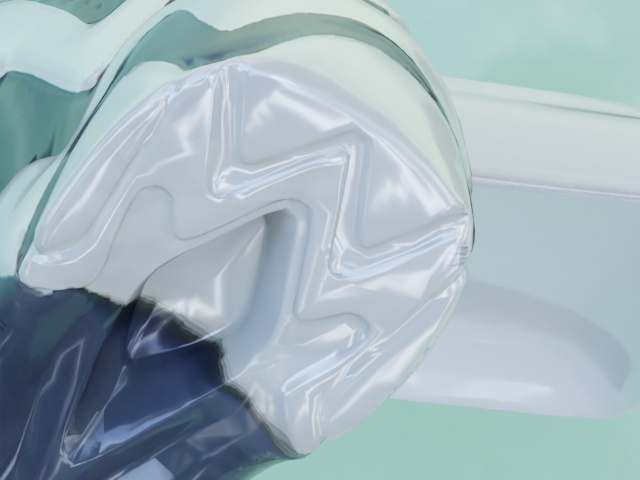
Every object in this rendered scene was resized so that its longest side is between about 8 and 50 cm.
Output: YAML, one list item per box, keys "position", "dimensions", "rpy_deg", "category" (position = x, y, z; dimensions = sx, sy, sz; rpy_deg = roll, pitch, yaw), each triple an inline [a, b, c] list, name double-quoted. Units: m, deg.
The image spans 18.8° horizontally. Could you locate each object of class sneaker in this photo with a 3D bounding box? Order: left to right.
- position: [-0.063, 0.021, 0.416]
  dimensions: [0.094, 0.153, 0.235]
  rpy_deg: [35, 113, -13]
  category: "sneaker"

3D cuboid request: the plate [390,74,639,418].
- position: [0.000, 0.000, 0.619]
  dimensions: [0.277, 0.278, 0.045]
  rpy_deg: [7, 73, -6]
  category: "plate"
